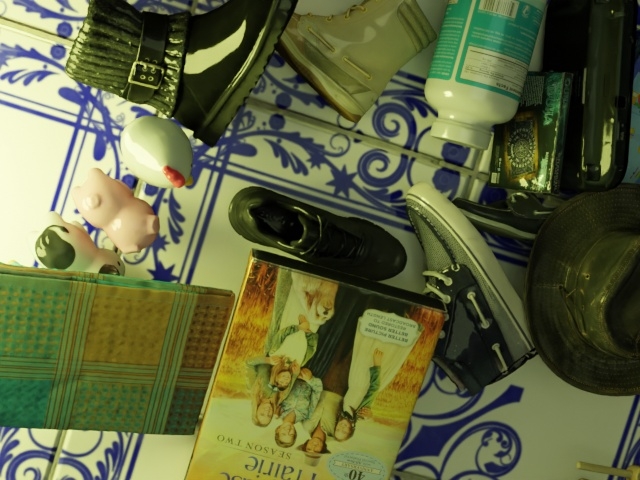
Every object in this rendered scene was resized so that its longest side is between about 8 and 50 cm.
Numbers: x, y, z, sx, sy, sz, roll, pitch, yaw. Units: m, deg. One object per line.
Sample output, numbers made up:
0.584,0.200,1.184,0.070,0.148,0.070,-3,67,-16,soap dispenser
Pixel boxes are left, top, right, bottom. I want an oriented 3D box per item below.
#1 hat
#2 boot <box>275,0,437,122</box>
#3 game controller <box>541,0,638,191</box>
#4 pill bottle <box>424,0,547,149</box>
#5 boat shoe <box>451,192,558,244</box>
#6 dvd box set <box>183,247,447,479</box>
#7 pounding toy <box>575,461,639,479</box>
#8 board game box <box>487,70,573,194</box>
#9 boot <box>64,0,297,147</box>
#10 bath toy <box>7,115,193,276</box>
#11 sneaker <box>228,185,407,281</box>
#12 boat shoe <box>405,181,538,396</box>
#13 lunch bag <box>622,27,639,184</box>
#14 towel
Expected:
0.462,0.076,1.675,0.331,0.134,0.331,0,89,0,hat
0.030,-0.335,1.686,0.203,0.095,0.262,-45,102,-2,boot
0.405,-0.235,1.718,0.067,0.166,0.319,2,93,-29,game controller
0.244,-0.275,1.699,0.146,0.146,0.264,15,94,-10,pill bottle
0.312,-0.040,1.770,0.233,0.084,0.079,12,85,-13,boat shoe
-0.017,0.249,1.705,0.308,0.062,0.420,17,105,-6,dvd box set
0.445,0.435,1.833,0.206,0.094,0.181,-33,95,-13,pounding toy
0.324,-0.169,1.736,0.026,0.126,0.186,1,97,-42,board game box
-0.197,-0.299,1.569,0.260,0.131,0.348,29,129,-12,boot
-0.301,-0.020,1.627,0.348,0.129,0.151,-49,140,10,bath toy
0.000,0.000,1.698,0.286,0.130,0.109,16,90,-11,sneaker
0.200,0.085,1.735,0.158,0.127,0.340,-39,101,-11,boat shoe
0.533,-0.163,1.774,0.221,0.138,0.293,20,102,-13,lunch bag
-0.330,0.166,1.631,0.370,0.040,0.271,7,117,-25,towel
